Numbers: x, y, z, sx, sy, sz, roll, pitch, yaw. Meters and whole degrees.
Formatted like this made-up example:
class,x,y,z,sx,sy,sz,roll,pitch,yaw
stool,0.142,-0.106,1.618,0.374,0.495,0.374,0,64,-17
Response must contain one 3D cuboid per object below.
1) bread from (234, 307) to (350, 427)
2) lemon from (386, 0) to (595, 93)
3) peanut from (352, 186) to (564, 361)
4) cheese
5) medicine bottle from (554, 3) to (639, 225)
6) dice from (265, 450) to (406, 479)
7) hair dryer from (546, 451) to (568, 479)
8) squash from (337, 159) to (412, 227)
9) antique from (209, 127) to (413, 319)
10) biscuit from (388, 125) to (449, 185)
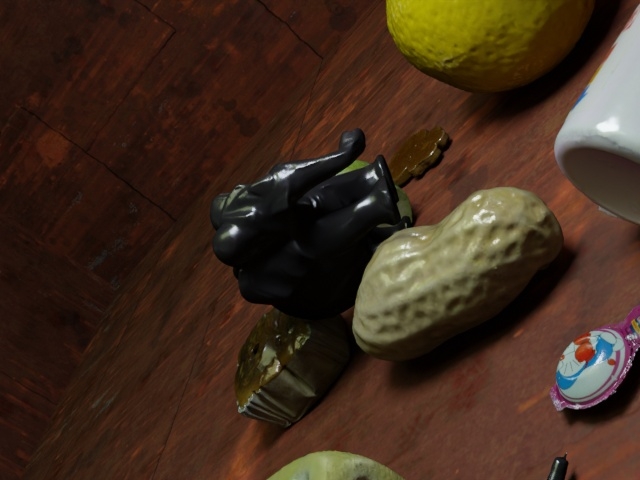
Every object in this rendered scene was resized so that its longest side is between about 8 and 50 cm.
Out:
class,x,y,z,sx,sy,sz,roll,pitch,yaw
bread,-0.053,0.182,1.348,0.192,0.110,0.210,-50,17,17
lemon,0.255,-0.379,1.297,0.336,0.336,0.336,-47,18,20
peanut,0.152,0.041,1.026,0.313,0.152,0.152,-35,24,41
cheese,0.266,0.104,0.777,0.145,0.038,0.095,-48,18,20
medicine bottle,0.366,-0.164,0.815,0.293,0.170,0.170,-57,17,-9
dice,0.011,0.320,0.807,0.169,0.166,0.169,-42,20,34
hair dryer,0.115,0.261,0.699,0.272,0.235,0.091,-35,-25,-33
squash,0.071,-0.044,1.404,0.170,0.170,0.123,-55,36,-6
antique,0.000,0.000,1.185,0.255,0.322,0.185,-17,53,9
biscuit,0.177,-0.153,1.541,0.124,0.026,0.175,-59,18,-15
